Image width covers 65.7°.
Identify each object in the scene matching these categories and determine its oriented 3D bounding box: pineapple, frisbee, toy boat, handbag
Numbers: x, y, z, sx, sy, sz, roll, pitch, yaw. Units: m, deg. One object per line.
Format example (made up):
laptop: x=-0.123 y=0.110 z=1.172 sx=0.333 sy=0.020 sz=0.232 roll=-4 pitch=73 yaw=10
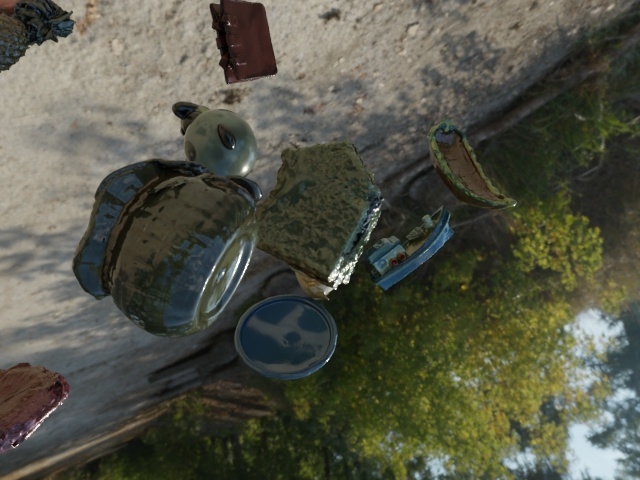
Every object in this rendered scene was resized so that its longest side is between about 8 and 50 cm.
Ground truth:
pineapple: x=-0.403 y=-0.284 z=0.671 sx=0.074 sy=0.074 sz=0.159 roll=-41 pitch=-167 yaw=46
frisbee: x=-0.096 y=0.274 z=1.403 sx=0.289 sy=0.289 sz=0.049 roll=-21 pitch=138 yaw=-23
toy boat: x=0.321 y=-0.148 z=1.089 sx=0.108 sy=0.293 sz=0.099 roll=-3 pitch=138 yaw=-24
handbag: x=-0.256 y=-0.673 z=1.679 sx=0.084 sy=0.260 sz=0.275 roll=-1 pitch=-158 yaw=25
toy boat: x=0.202 y=0.007 z=1.143 sx=0.237 sy=0.098 sz=0.109 roll=-38 pitch=-168 yaw=3

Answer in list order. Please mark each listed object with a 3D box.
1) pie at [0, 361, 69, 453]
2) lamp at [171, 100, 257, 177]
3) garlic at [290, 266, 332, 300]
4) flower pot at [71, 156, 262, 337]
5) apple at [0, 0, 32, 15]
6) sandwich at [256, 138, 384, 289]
pie: x=-0.371 y=0.189 z=0.562 sx=0.153 sy=0.038 sz=0.154 roll=-3 pitch=-157 yaw=1
lamp: x=-0.266 y=-0.245 z=1.239 sx=0.197 sy=0.244 sz=0.198 roll=-32 pitch=146 yaw=-26
garlic: x=0.000 y=0.000 z=1.488 sx=0.313 sy=0.249 sz=0.286 roll=-56 pitch=164 yaw=-5
flower pot: x=-0.237 y=0.004 z=0.839 sx=0.302 sy=0.213 sz=0.302 roll=-63 pitch=174 yaw=-13
apple: x=-0.582 y=-0.469 z=0.888 sx=0.173 sy=0.195 sz=0.160 roll=-21 pitch=135 yaw=-22
sandwich: x=0.001 y=-0.084 z=1.155 sx=0.326 sy=0.262 sz=0.131 roll=-64 pitch=158 yaw=1
